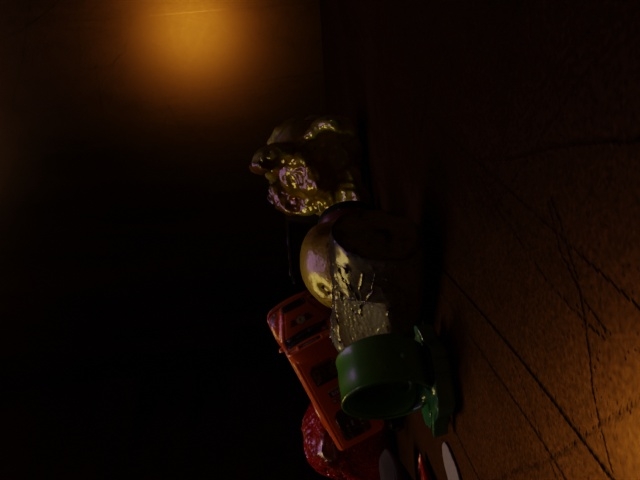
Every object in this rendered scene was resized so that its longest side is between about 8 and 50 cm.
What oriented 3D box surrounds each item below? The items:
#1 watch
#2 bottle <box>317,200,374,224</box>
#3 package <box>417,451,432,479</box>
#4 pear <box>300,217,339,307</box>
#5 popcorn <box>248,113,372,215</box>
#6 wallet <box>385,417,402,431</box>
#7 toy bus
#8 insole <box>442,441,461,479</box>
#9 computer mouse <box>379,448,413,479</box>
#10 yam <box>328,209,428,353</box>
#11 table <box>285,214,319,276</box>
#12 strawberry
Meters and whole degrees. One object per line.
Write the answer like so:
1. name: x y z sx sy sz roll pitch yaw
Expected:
1. watch: 0.100 0.203 0.758 0.165 0.152 0.131 89 173 -53
2. bottle: 0.086 0.081 1.234 0.144 0.144 0.336 87 175 -57
3. package: 0.181 0.428 0.886 0.200 0.022 0.083 -102 7 -82
4. pear: 0.059 0.052 1.063 0.197 0.197 0.197 175 90 -89
5. popcorn: -0.001 -0.210 1.449 0.290 0.321 0.326 -71 0 -49
6. wallet: 0.149 0.312 1.294 0.229 0.049 0.182 -95 -3 -76
7. toy bus: 0.011 0.276 1.197 0.329 0.143 0.153 63 178 -8
8. insole: 0.186 0.347 0.722 0.197 0.004 0.065 -98 3 -62
9. computer mouse: 0.153 0.470 0.999 0.120 0.057 0.232 60 -174 -7
10. yam: 0.086 0.069 0.825 0.154 0.154 0.254 -97 2 -47
11. table: 0.000 0.000 2.042 0.196 0.250 0.282 92 173 -76
12. strawberry: 0.060 0.516 1.458 0.288 0.250 0.239 13 -107 -68
